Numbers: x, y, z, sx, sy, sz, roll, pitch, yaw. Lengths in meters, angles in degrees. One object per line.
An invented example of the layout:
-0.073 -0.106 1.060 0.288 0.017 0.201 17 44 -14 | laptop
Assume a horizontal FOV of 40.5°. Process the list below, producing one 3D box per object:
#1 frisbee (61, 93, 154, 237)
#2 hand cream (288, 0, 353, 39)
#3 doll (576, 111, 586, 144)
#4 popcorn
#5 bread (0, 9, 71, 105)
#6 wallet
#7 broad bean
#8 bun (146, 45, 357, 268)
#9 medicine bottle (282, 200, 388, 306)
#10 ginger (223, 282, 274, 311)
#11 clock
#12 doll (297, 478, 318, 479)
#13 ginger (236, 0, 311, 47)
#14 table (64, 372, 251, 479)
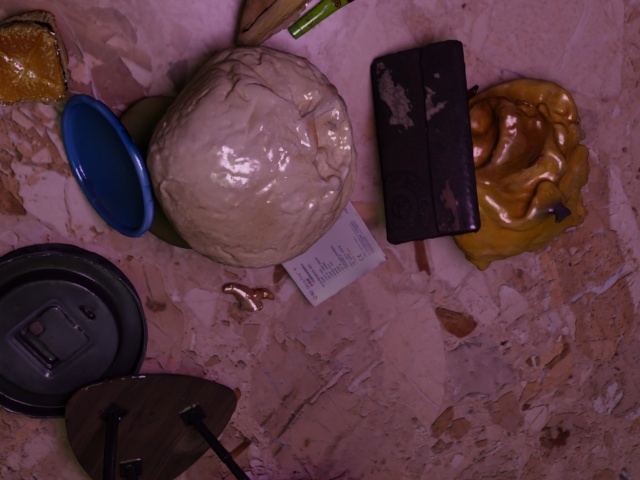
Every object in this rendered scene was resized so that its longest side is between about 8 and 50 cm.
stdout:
-0.328 -0.119 1.368 0.045 0.242 0.242 -32 117 -34 | frisbee
0.001 -0.376 1.428 0.122 0.023 0.036 -38 109 0 | hand cream
0.453 -0.194 1.581 0.062 0.051 0.093 -19 142 -4 | doll
0.320 -0.098 1.472 0.297 0.281 0.315 -27 127 -18 | popcorn
-0.460 -0.282 1.350 0.128 0.069 0.140 -11 115 -6 | bread
0.166 -0.159 1.415 0.170 0.044 0.321 -10 82 35 | wallet
-0.246 -0.109 1.444 0.189 0.121 0.263 -19 98 2 | broad bean
-0.082 -0.132 1.334 0.352 0.227 0.348 7 81 -48 | bun
0.000 0.000 1.552 0.171 0.052 0.201 -34 113 3 | medicine bottle
-0.133 0.106 1.579 0.097 0.030 0.048 11 80 -17 | ginger
-0.467 0.161 1.516 0.325 0.067 0.325 -4 111 -10 | clock
-0.050 0.582 1.674 0.350 0.247 0.247 9 109 -4 | doll
-0.091 -0.394 1.371 0.122 0.115 0.193 44 111 -3 | ginger
-0.294 0.407 1.503 0.317 0.249 0.317 -11 125 -17 | table
